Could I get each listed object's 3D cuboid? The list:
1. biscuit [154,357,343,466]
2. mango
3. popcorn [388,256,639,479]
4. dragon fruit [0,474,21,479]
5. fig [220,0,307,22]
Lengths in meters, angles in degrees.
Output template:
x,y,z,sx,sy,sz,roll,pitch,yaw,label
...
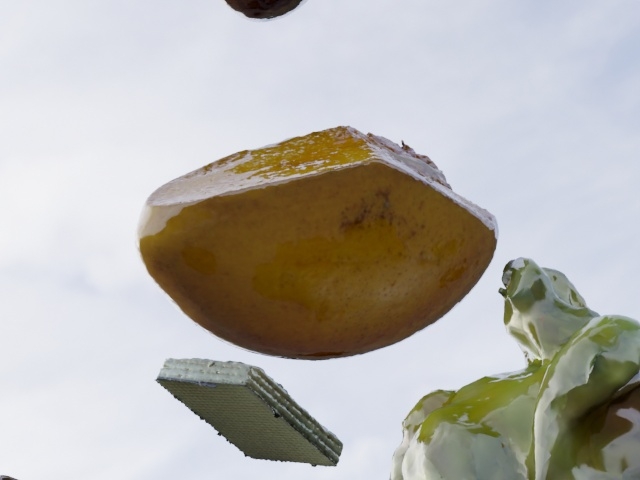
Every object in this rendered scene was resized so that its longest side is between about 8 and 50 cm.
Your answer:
x,y,z,sx,sy,sz,roll,pitch,yaw,label
-0.070,0.178,1.444,0.121,0.040,0.199,2,-30,33,biscuit
0.000,0.000,1.174,0.350,0.199,0.201,-6,-15,-41,mango
0.178,0.209,1.003,0.279,0.335,0.274,-43,-3,-3,popcorn
-0.153,0.274,0.727,0.306,0.305,0.226,-24,7,7,dragon fruit
-0.016,-0.337,1.328,0.274,0.145,0.170,-49,-1,19,fig
